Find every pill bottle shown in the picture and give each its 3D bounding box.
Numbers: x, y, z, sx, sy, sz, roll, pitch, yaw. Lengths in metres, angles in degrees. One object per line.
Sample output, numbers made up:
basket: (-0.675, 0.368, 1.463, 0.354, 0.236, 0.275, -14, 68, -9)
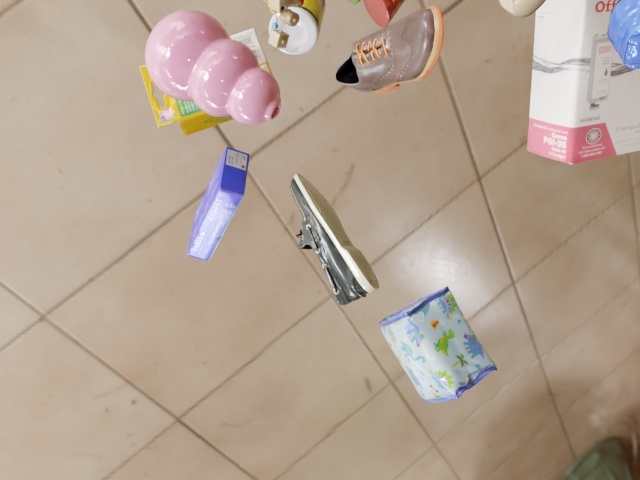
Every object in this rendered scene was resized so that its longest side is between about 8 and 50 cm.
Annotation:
pill bottle: (-0.051, -0.551, 1.622, 0.119, 0.208, 0.119, 5, 136, 4)

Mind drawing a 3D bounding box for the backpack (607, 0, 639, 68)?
backpack: (0.415, -0.258, 0.803, 0.120, 0.101, 0.098, -14, 148, 7)

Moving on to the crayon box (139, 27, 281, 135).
crayon box: (-0.290, -0.412, 1.776, 0.323, 0.203, 0.083, -20, 160, -4)

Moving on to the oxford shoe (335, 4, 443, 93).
oxford shoe: (0.107, -0.297, 1.085, 0.098, 0.271, 0.097, -6, 83, -21)

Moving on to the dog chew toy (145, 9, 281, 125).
dog chew toy: (-0.232, -0.377, 1.525, 0.206, 0.332, 0.206, -53, 169, -15)

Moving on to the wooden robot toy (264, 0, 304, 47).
wooden robot toy: (-0.083, -0.468, 1.299, 0.076, 0.079, 0.173, -28, 140, -32)

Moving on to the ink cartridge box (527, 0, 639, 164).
ink cartridge box: (0.477, -0.293, 1.150, 0.207, 0.117, 0.283, -12, 115, -20)

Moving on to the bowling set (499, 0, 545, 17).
bowling set: (0.207, -0.432, 0.844, 0.287, 0.200, 0.154, 35, 124, -4)

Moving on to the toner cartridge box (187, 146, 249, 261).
toner cartridge box: (-0.305, -0.100, 1.987, 0.075, 0.165, 0.348, 17, 141, -17)

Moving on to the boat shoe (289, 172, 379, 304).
boat shoe: (0.002, 0.001, 1.555, 0.113, 0.340, 0.127, -38, 165, 17)

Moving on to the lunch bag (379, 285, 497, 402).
lunch bag: (0.146, 0.146, 0.907, 0.096, 0.129, 0.151, -26, 172, -26)

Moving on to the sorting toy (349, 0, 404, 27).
sorting toy: (0.126, -0.701, 1.777, 0.126, 0.365, 0.127, -31, 142, -7)
